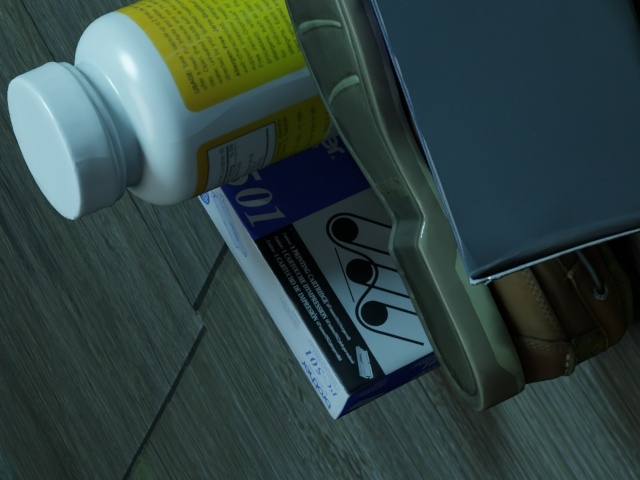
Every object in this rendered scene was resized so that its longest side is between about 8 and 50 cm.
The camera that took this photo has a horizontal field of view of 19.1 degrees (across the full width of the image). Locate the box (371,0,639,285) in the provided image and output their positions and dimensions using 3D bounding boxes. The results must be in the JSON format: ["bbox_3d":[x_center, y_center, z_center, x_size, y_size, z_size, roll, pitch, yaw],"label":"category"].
[{"bbox_3d":[0.066,-0.135,0.807,0.184,0.103,0.261,-81,-29,-77],"label":"box"}]

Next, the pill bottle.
[{"bbox_3d":[-0.068,-0.090,1.107,0.117,0.208,0.117,48,153,35],"label":"pill bottle"}]

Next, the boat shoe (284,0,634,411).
[{"bbox_3d":[0.066,-0.071,0.977,0.111,0.104,0.307,-150,38,-74],"label":"boat shoe"}]

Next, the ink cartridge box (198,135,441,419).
[{"bbox_3d":[0.000,0.000,1.197,0.207,0.097,0.046,58,157,17],"label":"ink cartridge box"}]
